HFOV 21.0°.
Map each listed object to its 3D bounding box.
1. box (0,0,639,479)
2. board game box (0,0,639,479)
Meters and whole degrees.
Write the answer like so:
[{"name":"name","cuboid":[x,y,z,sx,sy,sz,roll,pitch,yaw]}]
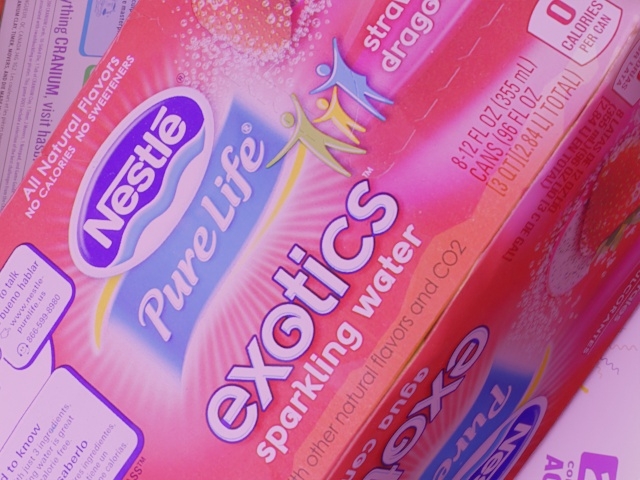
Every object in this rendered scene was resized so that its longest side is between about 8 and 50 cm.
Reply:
[{"name":"box","cuboid":[-0.014,0.031,0.571,0.154,0.142,0.300,36,97,27]},{"name":"board game box","cuboid":[0.000,0.000,0.689,0.316,0.064,0.242,7,83,28]}]
